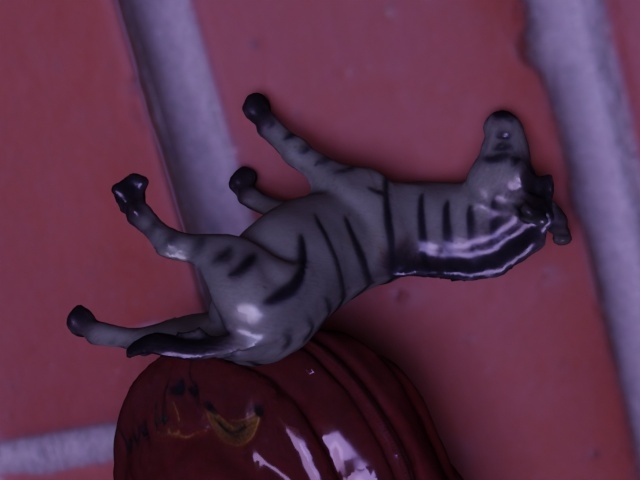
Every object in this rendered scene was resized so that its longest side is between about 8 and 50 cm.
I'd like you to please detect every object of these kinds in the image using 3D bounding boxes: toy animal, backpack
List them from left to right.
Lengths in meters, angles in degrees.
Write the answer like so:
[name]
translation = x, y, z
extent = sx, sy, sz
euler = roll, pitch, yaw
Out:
[backpack]
translation = -0.016, 0.140, 0.701
extent = 0.229, 0.139, 0.229
euler = 17, 122, 30
[toy animal]
translation = 0.001, 0.004, 0.651
extent = 0.176, 0.217, 0.073
euler = 28, 142, 31
